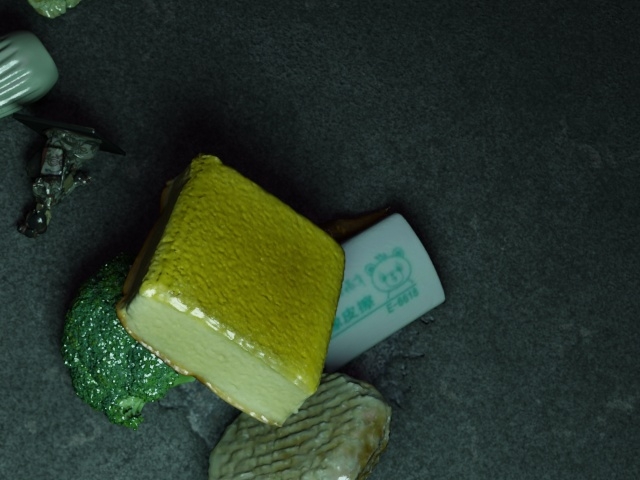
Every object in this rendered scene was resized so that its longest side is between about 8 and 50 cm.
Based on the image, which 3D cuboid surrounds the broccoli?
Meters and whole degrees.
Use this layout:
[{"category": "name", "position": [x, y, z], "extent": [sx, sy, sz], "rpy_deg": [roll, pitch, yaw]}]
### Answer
[{"category": "broccoli", "position": [-0.299, 0.155, 1.838], "extent": [0.241, 0.261, 0.269], "rpy_deg": [19, 21, -32]}]

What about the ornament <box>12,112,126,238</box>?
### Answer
[{"category": "ornament", "position": [-0.449, -0.093, 1.942], "extent": [0.153, 0.166, 0.196], "rpy_deg": [14, 83, 14]}]

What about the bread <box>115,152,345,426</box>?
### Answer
[{"category": "bread", "position": [-0.124, 0.068, 1.741], "extent": [0.323, 0.143, 0.333], "rpy_deg": [36, 41, -18]}]

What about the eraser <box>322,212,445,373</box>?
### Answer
[{"category": "eraser", "position": [0.061, 0.096, 2.003], "extent": [0.290, 0.104, 0.189], "rpy_deg": [-30, 90, -25]}]

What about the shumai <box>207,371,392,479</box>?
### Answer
[{"category": "shumai", "position": [0.012, 0.373, 1.789], "extent": [0.314, 0.262, 0.267], "rpy_deg": [-34, 40, 8]}]

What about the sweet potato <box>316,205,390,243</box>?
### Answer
[{"category": "sweet potato", "position": [0.000, 0.000, 2.049], "extent": [0.314, 0.072, 0.066], "rpy_deg": [-22, 88, -21]}]

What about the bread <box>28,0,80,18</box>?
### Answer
[{"category": "bread", "position": [-0.498, -0.568, 2.085], "extent": [0.252, 0.238, 0.196], "rpy_deg": [48, 27, 13]}]

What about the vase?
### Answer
[{"category": "vase", "position": [-0.586, -0.265, 1.982], "extent": [0.248, 0.128, 0.128], "rpy_deg": [-34, 80, -15]}]
